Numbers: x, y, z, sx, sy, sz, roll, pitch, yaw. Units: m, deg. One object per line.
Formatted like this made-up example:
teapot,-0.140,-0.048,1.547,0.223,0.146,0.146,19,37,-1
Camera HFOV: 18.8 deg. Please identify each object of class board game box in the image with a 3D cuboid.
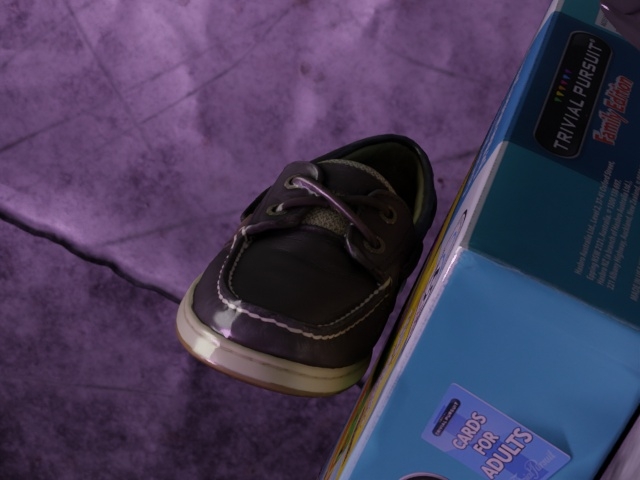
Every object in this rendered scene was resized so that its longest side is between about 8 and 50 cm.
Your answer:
board game box,0.052,0.079,0.792,0.254,0.079,0.336,-62,-3,-56

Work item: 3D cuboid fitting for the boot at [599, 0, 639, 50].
boot,0.153,-0.140,0.383,0.161,0.083,0.246,-55,-2,-38

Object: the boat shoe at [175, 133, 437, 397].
boat shoe,0.001,0.000,0.791,0.223,0.080,0.073,-43,-26,-72
